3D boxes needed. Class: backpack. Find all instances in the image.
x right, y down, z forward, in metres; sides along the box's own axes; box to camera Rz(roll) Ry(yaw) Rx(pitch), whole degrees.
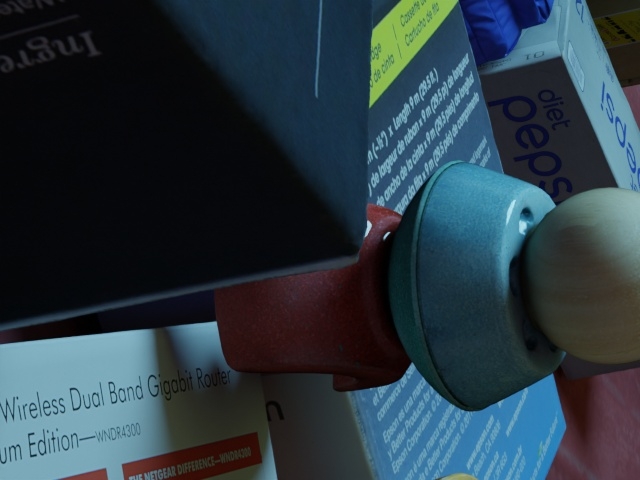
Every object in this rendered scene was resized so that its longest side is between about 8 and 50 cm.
[{"bbox_3d":[0.082,-0.179,1.174,0.120,0.101,0.098,53,28,-39],"label":"backpack"}]

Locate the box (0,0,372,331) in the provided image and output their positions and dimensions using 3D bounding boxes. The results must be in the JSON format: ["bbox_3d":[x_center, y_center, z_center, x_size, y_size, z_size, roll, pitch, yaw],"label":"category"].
[{"bbox_3d":[-0.152,-0.193,0.501,0.395,0.212,0.293,49,37,-49],"label":"box"}]

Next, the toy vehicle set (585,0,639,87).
[{"bbox_3d":[0.210,-0.161,1.369,0.267,0.166,0.035,21,62,-64],"label":"toy vehicle set"}]

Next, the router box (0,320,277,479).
[{"bbox_3d":[-0.102,0.184,0.613,0.335,0.082,0.301,0,80,-66],"label":"router box"}]

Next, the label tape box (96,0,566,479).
[{"bbox_3d":[0.000,0.000,0.879,0.249,0.115,0.348,-52,128,-60],"label":"label tape box"}]

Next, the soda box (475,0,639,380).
[{"bbox_3d":[0.166,-0.036,1.301,0.091,0.098,0.286,-78,148,-44],"label":"soda box"}]

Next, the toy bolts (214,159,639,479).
[{"bbox_3d":[0.070,0.087,0.692,0.218,0.158,0.228,7,80,-59],"label":"toy bolts"}]
